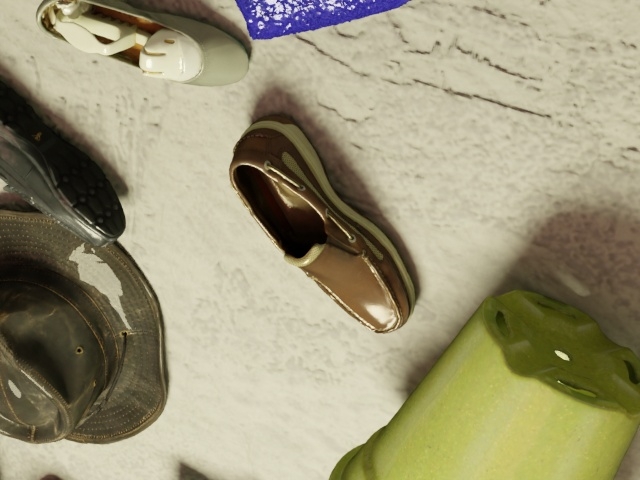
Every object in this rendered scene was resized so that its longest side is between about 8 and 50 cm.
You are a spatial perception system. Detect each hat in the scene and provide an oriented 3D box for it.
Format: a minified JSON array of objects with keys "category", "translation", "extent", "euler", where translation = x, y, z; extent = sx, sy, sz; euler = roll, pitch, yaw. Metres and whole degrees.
[{"category":"hat","translation":[-0.332,0.131,1.631],"extent":[0.331,0.134,0.331],"euler":[11,125,17]}]

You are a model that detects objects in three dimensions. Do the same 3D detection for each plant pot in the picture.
[{"category":"plant pot","translation":[0.182,0.198,1.401],"extent":[0.276,0.276,0.254],"euler":[29,116,3]}]

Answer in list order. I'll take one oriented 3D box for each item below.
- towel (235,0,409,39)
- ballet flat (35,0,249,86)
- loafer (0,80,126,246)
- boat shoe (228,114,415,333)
[{"category":"towel","translation":[0.033,-0.298,1.238],"extent":[0.308,0.076,0.228],"euler":[-10,116,28]},{"category":"ballet flat","translation":[-0.175,-0.188,1.400],"extent":[0.213,0.068,0.072],"euler":[21,127,9]},{"category":"loafer","translation":[-0.297,-0.074,1.524],"extent":[0.223,0.076,0.078],"euler":[44,132,-3]},{"category":"boat shoe","translation":[-0.006,0.003,1.434],"extent":[0.095,0.095,0.257],"euler":[-31,106,35]}]
